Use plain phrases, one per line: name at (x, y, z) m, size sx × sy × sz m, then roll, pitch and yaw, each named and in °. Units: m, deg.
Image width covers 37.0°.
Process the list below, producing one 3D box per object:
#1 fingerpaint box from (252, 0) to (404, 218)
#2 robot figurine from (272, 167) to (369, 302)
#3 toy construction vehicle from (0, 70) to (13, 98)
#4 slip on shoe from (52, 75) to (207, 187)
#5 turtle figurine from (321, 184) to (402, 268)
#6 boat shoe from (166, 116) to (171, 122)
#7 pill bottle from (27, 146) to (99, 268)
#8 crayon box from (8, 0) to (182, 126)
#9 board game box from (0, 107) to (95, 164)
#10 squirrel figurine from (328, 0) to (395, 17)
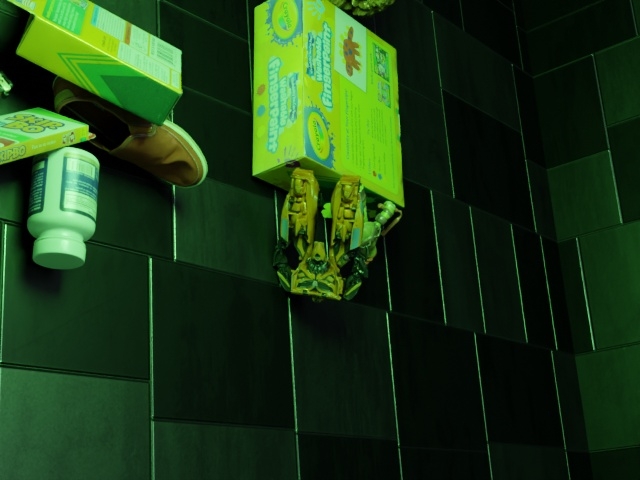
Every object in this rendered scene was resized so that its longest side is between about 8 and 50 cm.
fingerpaint box at (0.019, -0.311, 2.247) m, size 0.371 × 0.163 × 0.445 m, roll 23°, pitch 58°, yaw -46°
robot figurine at (0.000, 0.000, 2.017) m, size 0.085 × 0.211 × 0.291 m, roll -55°, pitch 151°, yaw -70°
toy construction vehicle at (-0.565, -0.254, 1.590) m, size 0.098 × 0.035 × 0.086 m, roll 50°, pitch 49°, yaw -3°
slip on shoe at (-0.350, -0.188, 1.757) m, size 0.331 × 0.123 × 0.101 m, roll 36°, pitch 35°, yaw -30°
turtle figurine at (0.078, -0.012, 2.140) m, size 0.269 × 0.087 × 0.217 m, roll -41°, pitch 137°, yaw -11°
boat shoe at (-0.342, -0.290, 1.855) m, size 0.080 × 0.073 × 0.224 m, roll -24°, pitch 94°, yaw -53°
pill bottle at (-0.434, -0.052, 1.609) m, size 0.112 × 0.112 × 0.187 m, roll 22°, pitch 59°, yaw -45°
crayon box at (-0.403, -0.343, 1.679) m, size 0.323 × 0.083 × 0.203 m, roll 27°, pitch 25°, yaw -23°
board game box at (-0.502, -0.171, 1.569) m, size 0.259 × 0.124 × 0.039 m, roll -25°, pitch 130°, yaw -54°
squirrel figurine at (0.028, -0.745, 2.361) m, size 0.370 × 0.281 × 0.397 m, roll 21°, pitch 57°, yaw -38°
